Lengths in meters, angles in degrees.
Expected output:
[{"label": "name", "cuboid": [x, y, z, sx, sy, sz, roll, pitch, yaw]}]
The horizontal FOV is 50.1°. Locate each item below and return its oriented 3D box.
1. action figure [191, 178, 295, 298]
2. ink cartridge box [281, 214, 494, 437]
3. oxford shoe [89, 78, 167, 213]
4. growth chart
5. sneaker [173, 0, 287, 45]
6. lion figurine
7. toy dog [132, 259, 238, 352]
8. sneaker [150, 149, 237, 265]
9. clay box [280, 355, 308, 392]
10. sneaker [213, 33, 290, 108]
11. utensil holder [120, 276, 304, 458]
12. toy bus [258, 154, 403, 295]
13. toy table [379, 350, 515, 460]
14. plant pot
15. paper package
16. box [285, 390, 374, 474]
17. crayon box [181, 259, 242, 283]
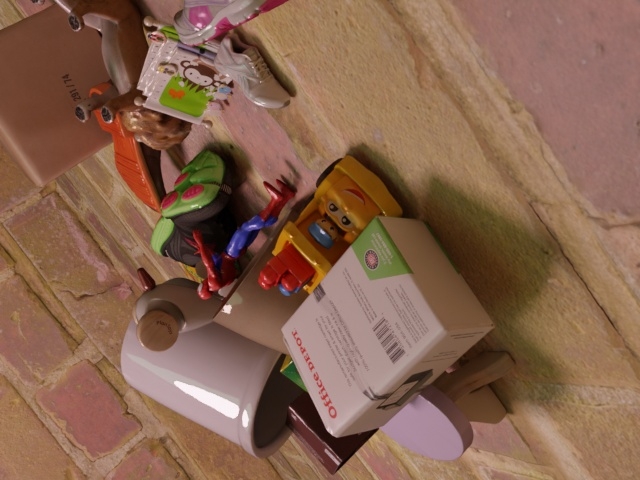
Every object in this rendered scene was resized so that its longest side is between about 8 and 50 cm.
[{"label": "action figure", "cuboid": [-0.181, -0.016, 1.311, 0.139, 0.280, 0.091, 39, -161, 13]}, {"label": "ink cartridge box", "cuboid": [0.085, 0.128, 1.001, 0.273, 0.114, 0.198, -51, 53, 34]}, {"label": "oxford shoe", "cuboid": [-0.396, -0.215, 1.560, 0.129, 0.132, 0.364, 30, 146, 29]}, {"label": "growth chart", "cuboid": [-0.232, -0.281, 1.183, 0.171, 0.021, 0.237, 11, 150, -17]}, {"label": "sneaker", "cuboid": [-0.141, -0.353, 0.960, 0.252, 0.103, 0.111, 0, 122, 53]}, {"label": "lion figurine", "cuboid": [-0.374, -0.352, 1.301, 0.142, 0.240, 0.393, 2, 113, 34]}, {"label": "toy dog", "cuboid": [-0.260, 0.103, 1.453, 0.220, 0.333, 0.161, 9, 115, 45]}, {"label": "sneaker", "cuboid": [-0.255, -0.051, 1.555, 0.202, 0.185, 0.483, 31, 159, -8]}, {"label": "clay box", "cuboid": [0.007, 0.222, 1.415, 0.127, 0.222, 0.053, 39, 124, -11]}, {"label": "sneaker", "cuboid": [-0.106, -0.264, 1.072, 0.152, 0.053, 0.061, 40, 138, 12]}, {"label": "utensil holder", "cuboid": [-0.237, 0.292, 1.654, 0.385, 0.328, 0.328, 19, 145, 22]}, {"label": "toy bus", "cuboid": [0.000, 0.000, 1.070, 0.149, 0.211, 0.220, 48, 155, 9]}, {"label": "toy table", "cuboid": [0.190, 0.244, 1.146, 0.274, 0.161, 0.252, 3, 128, 59]}, {"label": "plant pot", "cuboid": [-0.017, 0.121, 1.279, 0.274, 0.257, 0.256, 36, 157, -5]}, {"label": "paper package", "cuboid": [-0.611, -0.334, 1.553, 0.168, 0.309, 0.325, 12, 135, 55]}, {"label": "box", "cuboid": [0.050, 0.390, 1.559, 0.168, 0.203, 0.167, 44, 156, 17]}, {"label": "crayon box", "cuboid": [-0.288, 0.134, 1.946, 0.203, 0.083, 0.323, 33, 150, 36]}]
